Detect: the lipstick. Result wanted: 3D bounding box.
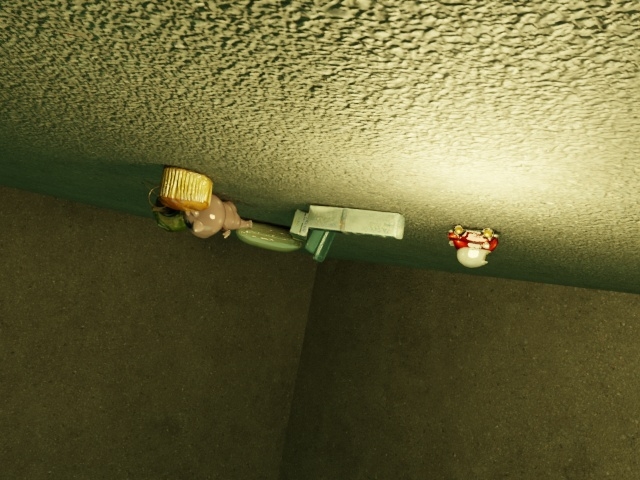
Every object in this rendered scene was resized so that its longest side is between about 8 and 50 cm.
[{"bbox_3d":[0.103,-0.055,1.495,0.289,0.076,0.077,6,172,26],"label":"lipstick"}]

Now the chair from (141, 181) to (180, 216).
[{"bbox_3d":[-0.566,-0.150,1.815,0.095,0.104,0.221,40,173,6],"label":"chair"}]

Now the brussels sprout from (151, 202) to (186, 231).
[{"bbox_3d":[-0.611,-0.107,2.108,0.161,0.144,0.180,49,176,-17],"label":"brussels sprout"}]

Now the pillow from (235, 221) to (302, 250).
[{"bbox_3d":[-0.253,-0.016,2.472,0.322,0.120,0.255,11,175,-8],"label":"pillow"}]

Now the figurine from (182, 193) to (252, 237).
[{"bbox_3d":[-0.379,-0.077,1.801,0.186,0.176,0.287,-20,176,28],"label":"figurine"}]

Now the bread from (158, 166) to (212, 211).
[{"bbox_3d":[-0.375,-0.136,1.423,0.132,0.114,0.190,8,180,2],"label":"bread"}]

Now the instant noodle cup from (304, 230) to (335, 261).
[{"bbox_3d":[0.000,0.000,1.980,0.070,0.157,0.179,26,178,12],"label":"instant noodle cup"}]

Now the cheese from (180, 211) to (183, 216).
[{"bbox_3d":[-0.468,-0.129,1.960,0.036,0.086,0.162,36,-160,20],"label":"cheese"}]

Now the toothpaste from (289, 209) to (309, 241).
[{"bbox_3d":[-0.072,-0.049,1.889,0.071,0.089,0.313,18,176,0],"label":"toothpaste"}]

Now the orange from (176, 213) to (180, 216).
[{"bbox_3d":[-0.556,-0.134,1.964,0.085,0.085,0.095,12,-171,-22],"label":"orange"}]

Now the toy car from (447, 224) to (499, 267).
[{"bbox_3d":[0.428,0.021,1.443,0.139,0.112,0.112,9,175,15],"label":"toy car"}]
